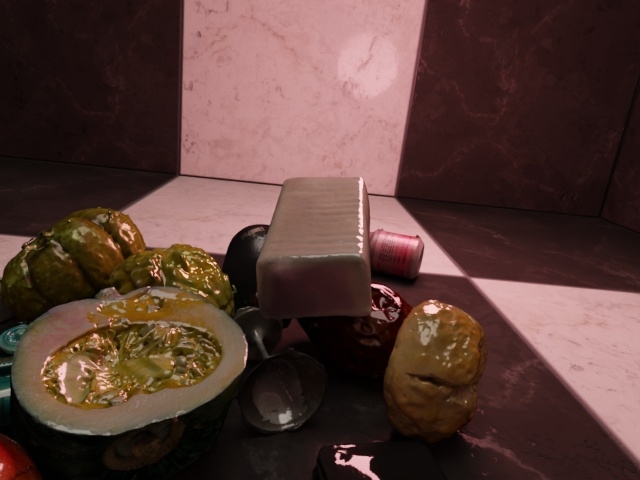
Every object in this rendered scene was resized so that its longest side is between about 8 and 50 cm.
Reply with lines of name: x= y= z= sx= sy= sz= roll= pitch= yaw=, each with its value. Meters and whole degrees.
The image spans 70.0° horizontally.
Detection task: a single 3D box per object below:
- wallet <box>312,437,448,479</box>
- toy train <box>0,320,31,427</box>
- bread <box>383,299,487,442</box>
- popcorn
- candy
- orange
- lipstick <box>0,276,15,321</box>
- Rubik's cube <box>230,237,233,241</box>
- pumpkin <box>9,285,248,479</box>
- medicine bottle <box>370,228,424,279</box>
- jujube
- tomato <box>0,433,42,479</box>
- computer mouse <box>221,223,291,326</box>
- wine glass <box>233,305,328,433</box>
wallet: x=0.119 y=0.376 z=0.526 sx=0.197 sy=0.051 sz=0.377 roll=4 pitch=18 yaw=-18
toy train: x=-0.529 y=0.228 z=0.672 sx=0.298 sy=0.120 sz=0.194 roll=-4 pitch=27 yaw=-32
bread: x=0.204 y=0.222 z=0.772 sx=0.134 sy=0.244 sz=0.244 roll=7 pitch=15 yaw=29
popcorn: x=-0.277 y=0.134 z=0.864 sx=0.237 sy=0.251 sz=0.206 roll=-7 pitch=3 yaw=0
candy: x=-0.003 y=-0.002 z=0.924 sx=0.208 sy=0.145 sz=0.358 roll=-2 pitch=32 yaw=8
orange: x=-0.512 y=0.072 z=0.967 sx=0.301 sy=0.223 sz=0.300 roll=-27 pitch=15 yaw=28
lipstick: x=-0.746 y=0.163 z=0.854 sx=0.080 sy=0.076 sz=0.371 roll=10 pitch=17 yaw=18
Rubik's cube: x=-0.130 y=0.058 z=1.252 sx=0.162 sy=0.163 sz=0.160 roll=0 pitch=12 yaw=31
pumpkin: x=-0.262 y=0.212 z=0.637 sx=0.293 sy=0.197 sz=0.263 roll=-3 pitch=34 yaw=-42
medicine bottle: x=0.210 y=0.038 z=1.511 sx=0.247 sy=0.147 sz=0.147 roll=11 pitch=18 yaw=18
jujube: x=0.074 y=0.169 z=0.956 sx=0.290 sy=0.197 sz=0.197 roll=20 pitch=21 yaw=39
tomato: x=-0.373 y=0.269 z=0.421 sx=0.208 sy=0.184 sz=0.208 roll=13 pitch=-13 yaw=3
computer mouse: x=-0.141 y=0.077 z=1.058 sx=0.170 sy=0.269 sz=0.100 roll=2 pitch=-20 yaw=2
wine glass: x=-0.095 y=0.215 z=0.825 sx=0.156 sy=0.156 sz=0.232 roll=0 pitch=15 yaw=-21
